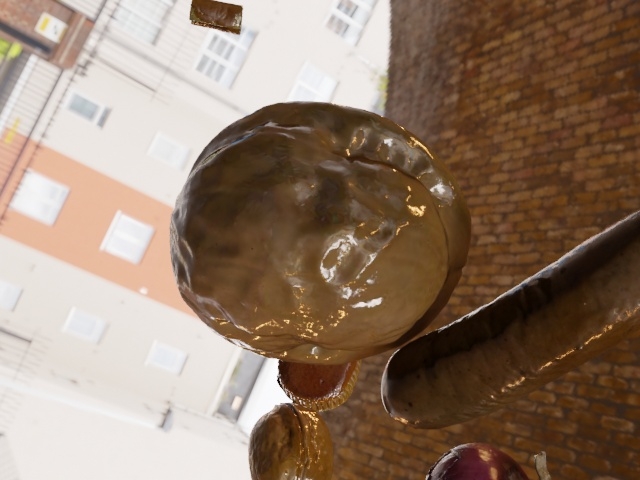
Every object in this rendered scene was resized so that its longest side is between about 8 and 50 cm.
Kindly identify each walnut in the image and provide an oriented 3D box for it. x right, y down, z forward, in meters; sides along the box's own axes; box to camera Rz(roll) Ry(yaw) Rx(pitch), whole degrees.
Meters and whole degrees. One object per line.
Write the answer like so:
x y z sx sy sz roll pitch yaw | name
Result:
-0.013 0.000 1.133 0.383 0.383 0.383 -42 -147 36 | walnut
-0.048 0.354 1.421 0.144 0.144 0.180 -43 -135 35 | walnut

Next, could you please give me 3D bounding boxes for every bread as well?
-0.161 -0.349 1.329 0.036 0.083 0.047 -100 -158 -68 | bread
-0.003 0.277 1.911 0.104 0.199 0.199 88 15 -65 | bread

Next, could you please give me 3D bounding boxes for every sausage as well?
0.274 0.102 1.041 0.501 0.123 0.136 -36 -164 28 | sausage

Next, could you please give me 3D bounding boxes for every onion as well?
0.207 0.343 1.068 0.153 0.177 0.177 -1 -117 37 | onion
